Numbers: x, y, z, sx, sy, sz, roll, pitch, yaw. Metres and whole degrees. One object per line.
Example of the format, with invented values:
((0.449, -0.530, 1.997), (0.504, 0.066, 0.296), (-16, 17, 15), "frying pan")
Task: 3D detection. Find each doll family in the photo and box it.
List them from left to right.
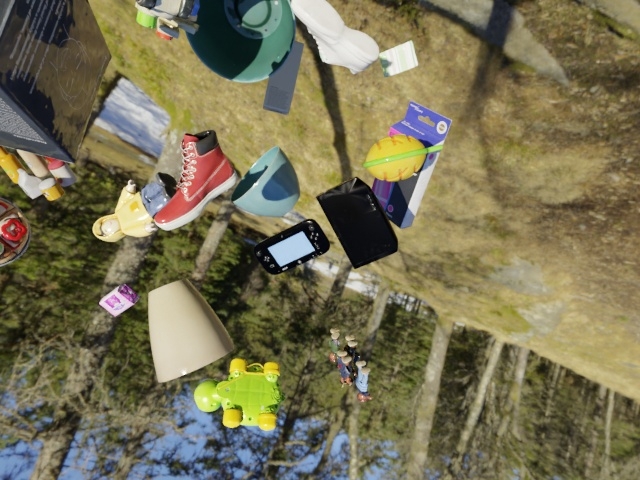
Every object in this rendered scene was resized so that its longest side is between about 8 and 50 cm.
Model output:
((0.070, 0.303, 0.983), (0.076, 0.111, 0.193), (-2, -151, -10), "doll family")

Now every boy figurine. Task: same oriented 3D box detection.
((-0.538, -0.090, 1.195), (0.285, 0.177, 0.092), (-28, 167, 14), "boy figurine")

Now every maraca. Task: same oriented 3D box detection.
((0.182, -0.185, 0.901), (0.186, 0.099, 0.127), (-17, -169, -23), "maraca")

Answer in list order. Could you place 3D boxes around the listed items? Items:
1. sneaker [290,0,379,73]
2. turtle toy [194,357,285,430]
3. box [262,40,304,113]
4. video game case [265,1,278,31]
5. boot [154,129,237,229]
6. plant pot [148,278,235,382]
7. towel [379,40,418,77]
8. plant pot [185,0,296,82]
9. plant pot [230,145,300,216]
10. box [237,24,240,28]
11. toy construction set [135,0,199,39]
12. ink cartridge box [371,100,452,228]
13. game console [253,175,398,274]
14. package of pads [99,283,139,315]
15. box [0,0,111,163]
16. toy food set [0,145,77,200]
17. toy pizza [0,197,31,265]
((0.017, -0.422, 0.864), (0.212, 0.080, 0.094), (27, 151, -25), "sneaker")
((-0.115, 0.225, 0.594), (0.130, 0.095, 0.066), (10, 144, -12), "turtle toy")
((-0.151, -0.655, 1.648), (0.113, 0.275, 0.094), (14, -174, -10), "box")
((-0.245, -0.866, 1.446), (0.212, 0.193, 0.023), (7, -177, -33), "video game case")
((-0.327, -0.154, 0.988), (0.088, 0.244, 0.176), (27, 152, 33), "boot")
((-0.449, 0.274, 1.336), (0.257, 0.274, 0.256), (-23, 178, -1), "plant pot")
((0.339, -0.792, 1.794), (0.152, 0.113, 0.023), (-13, -178, 20), "towel")
((-0.208, -0.631, 1.153), (0.293, 0.235, 0.293), (1, 131, 1), "plant pot")
((-0.196, -0.208, 1.663), (0.195, 0.290, 0.290), (41, 162, -24), "plant pot")
((-0.388, -0.933, 1.526), (0.127, 0.231, 0.262), (6, -167, 8), "box")
((-0.235, -0.452, 0.606), (0.151, 0.327, 0.215), (-18, -126, -33), "toy construction set")
((0.273, -0.238, 1.318), (0.069, 0.370, 0.176), (-11, -140, -36), "ink cartridge box")
((0.000, 0.000, 1.051), (0.361, 0.213, 0.044), (-25, -168, 20), "game console")
((-0.452, 0.134, 0.921), (0.083, 0.032, 0.050), (-30, 115, 29), "package of pads")
((-0.582, -0.365, 0.760), (0.212, 0.293, 0.395), (13, 168, -11), "box")
((-0.679, -0.181, 0.977), (0.232, 0.111, 0.104), (23, 143, 36), "toy food set")
((-0.853, -0.029, 1.048), (0.032, 0.201, 0.201), (-20, 147, 34), "toy pizza")
